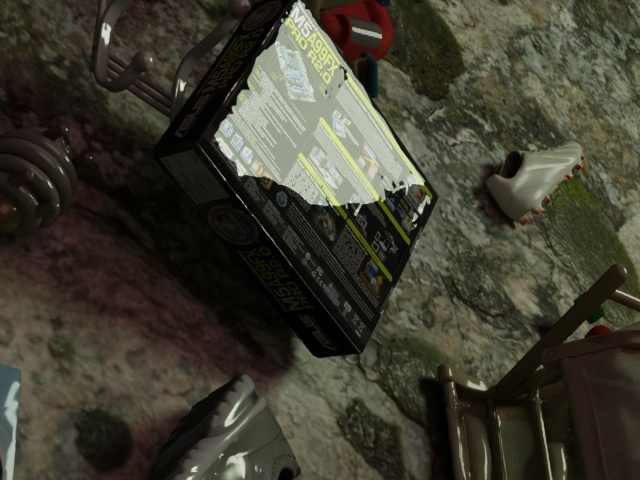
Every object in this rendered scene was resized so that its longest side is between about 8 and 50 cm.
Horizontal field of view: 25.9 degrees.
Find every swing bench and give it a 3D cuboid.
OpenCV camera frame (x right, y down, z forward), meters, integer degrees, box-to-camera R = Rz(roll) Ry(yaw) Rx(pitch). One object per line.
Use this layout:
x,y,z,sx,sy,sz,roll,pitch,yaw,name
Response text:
0.257,0.203,1.318,0.165,0.255,0.253,23,47,-32,swing bench

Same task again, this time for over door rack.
-0.118,-0.242,1.341,0.239,0.108,0.324,34,40,-50,over door rack

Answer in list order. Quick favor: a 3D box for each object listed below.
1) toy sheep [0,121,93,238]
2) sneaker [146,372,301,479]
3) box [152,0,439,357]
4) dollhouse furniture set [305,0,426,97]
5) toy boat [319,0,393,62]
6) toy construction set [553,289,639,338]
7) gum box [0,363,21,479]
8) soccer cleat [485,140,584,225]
-0.238,-0.053,1.138,0.091,0.091,0.132,44,46,-12,toy sheep
-0.086,0.216,1.071,0.115,0.105,0.281,47,37,-7,sneaker
-0.012,-0.058,1.283,0.270,0.060,0.216,53,47,-29,box
0.028,-0.237,1.466,0.129,0.183,0.129,-12,33,-15,dollhouse furniture set
0.025,-0.320,1.573,0.151,0.151,0.231,5,58,-45,toy boat
0.443,0.142,1.487,0.257,0.237,0.309,54,1,-8,toy construction set
-0.290,0.155,0.958,0.157,0.041,0.184,23,46,-34,gum box
0.269,-0.090,1.720,0.076,0.068,0.196,49,40,-1,soccer cleat
